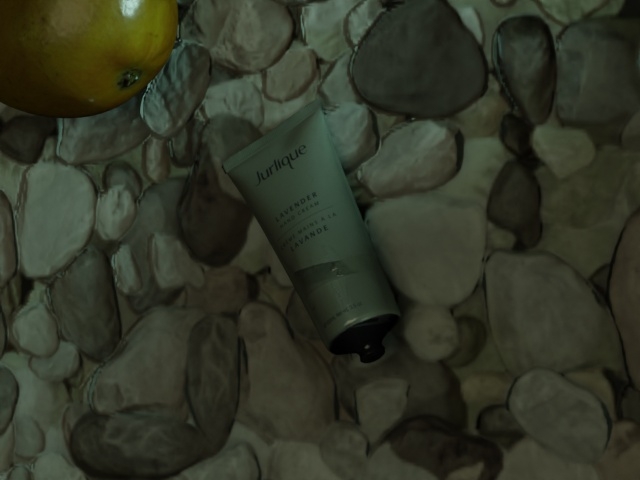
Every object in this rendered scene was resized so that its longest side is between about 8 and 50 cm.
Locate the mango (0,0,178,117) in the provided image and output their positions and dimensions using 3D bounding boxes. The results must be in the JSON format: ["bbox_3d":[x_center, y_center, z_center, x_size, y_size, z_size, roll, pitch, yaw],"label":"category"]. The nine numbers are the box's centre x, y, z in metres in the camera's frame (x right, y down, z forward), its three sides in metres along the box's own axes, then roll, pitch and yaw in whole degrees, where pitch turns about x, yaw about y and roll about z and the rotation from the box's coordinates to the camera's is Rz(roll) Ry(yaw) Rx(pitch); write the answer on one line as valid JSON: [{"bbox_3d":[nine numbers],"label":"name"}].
[{"bbox_3d":[-0.202,-0.167,1.167,0.221,0.120,0.152,10,88,35],"label":"mango"}]

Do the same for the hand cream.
[{"bbox_3d":[0.000,0.000,1.093,0.087,0.054,0.186,-33,67,18],"label":"hand cream"}]
